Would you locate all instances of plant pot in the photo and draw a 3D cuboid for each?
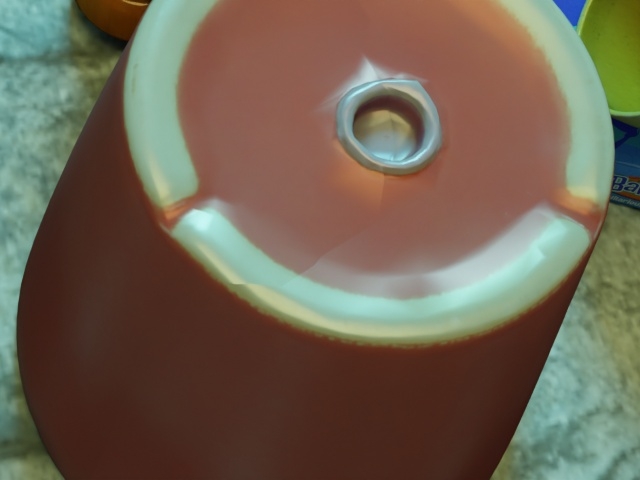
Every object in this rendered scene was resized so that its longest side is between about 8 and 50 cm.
[{"bbox_3d":[0.000,0.000,0.666,0.275,0.243,0.275,5,65,-11],"label":"plant pot"},{"bbox_3d":[0.215,-0.104,0.781,0.095,0.134,0.134,29,58,-32],"label":"plant pot"}]

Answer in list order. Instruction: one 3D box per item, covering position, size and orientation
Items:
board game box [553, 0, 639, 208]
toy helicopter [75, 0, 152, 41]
[{"bbox_3d":[0.204,-0.094,0.861,0.210,0.047,0.160,13,64,-7],"label":"board game box"},{"bbox_3d":[0.015,-0.244,0.849,0.235,0.140,0.355,18,54,1],"label":"toy helicopter"}]
